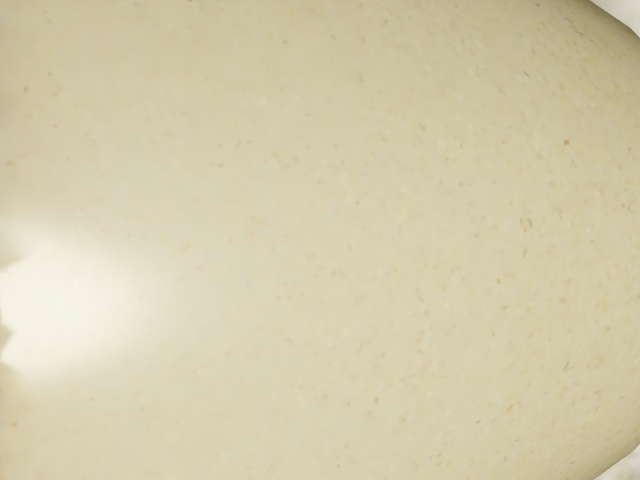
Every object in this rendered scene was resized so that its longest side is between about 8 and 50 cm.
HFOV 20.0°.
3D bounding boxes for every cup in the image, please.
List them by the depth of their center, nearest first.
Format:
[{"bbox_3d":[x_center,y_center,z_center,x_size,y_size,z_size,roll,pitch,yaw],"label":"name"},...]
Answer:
[{"bbox_3d":[0.000,0.000,0.693,0.237,0.331,0.331,0,90,-6],"label":"cup"}]
